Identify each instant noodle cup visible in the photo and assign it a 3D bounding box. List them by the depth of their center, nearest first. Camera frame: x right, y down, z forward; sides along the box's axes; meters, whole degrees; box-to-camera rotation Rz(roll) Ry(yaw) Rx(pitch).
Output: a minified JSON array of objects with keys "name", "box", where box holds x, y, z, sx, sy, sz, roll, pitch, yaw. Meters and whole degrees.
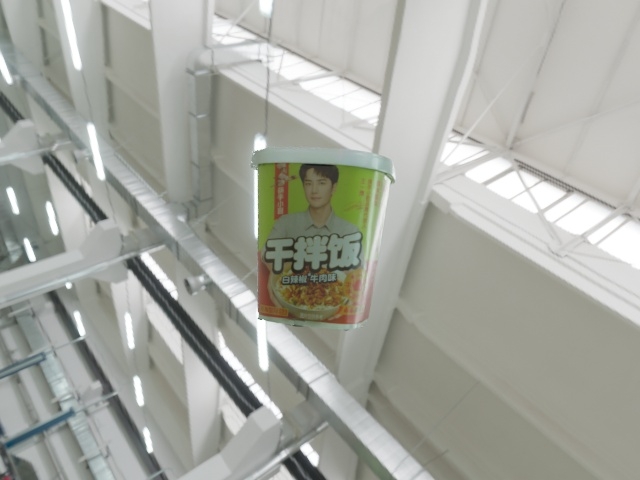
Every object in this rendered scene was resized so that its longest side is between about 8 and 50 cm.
[{"name":"instant noodle cup","box":[0.000,0.000,0.974,0.294,0.294,0.307,3,-91,53]}]
